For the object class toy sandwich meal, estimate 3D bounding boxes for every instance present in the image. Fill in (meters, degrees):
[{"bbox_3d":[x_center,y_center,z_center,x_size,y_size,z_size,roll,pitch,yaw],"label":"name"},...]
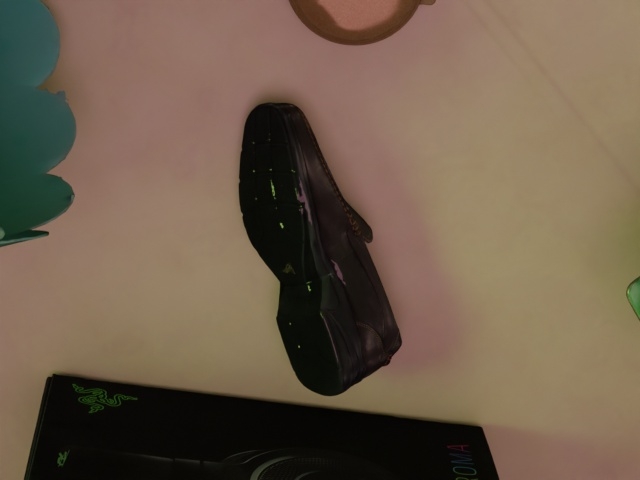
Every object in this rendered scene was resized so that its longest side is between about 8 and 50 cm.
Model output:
[{"bbox_3d":[0.022,-0.148,1.048,0.085,0.029,0.085,0,111,1],"label":"toy sandwich meal"}]

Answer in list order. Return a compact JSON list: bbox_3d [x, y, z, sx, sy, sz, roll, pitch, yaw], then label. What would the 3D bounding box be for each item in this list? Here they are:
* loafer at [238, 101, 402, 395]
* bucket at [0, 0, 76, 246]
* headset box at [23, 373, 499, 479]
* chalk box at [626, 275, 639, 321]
[{"bbox_3d":[0.000,0.000,1.086,0.061,0.062,0.170,-22,105,-37],"label":"loafer"},{"bbox_3d":[-0.255,-0.098,0.927,0.183,0.281,0.281,-17,108,12],"label":"bucket"},{"bbox_3d":[-0.045,0.188,1.039,0.283,0.246,0.131,8,108,-4],"label":"headset box"},{"bbox_3d":[0.272,-0.004,1.054,0.213,0.132,0.132,-30,108,8],"label":"chalk box"}]
